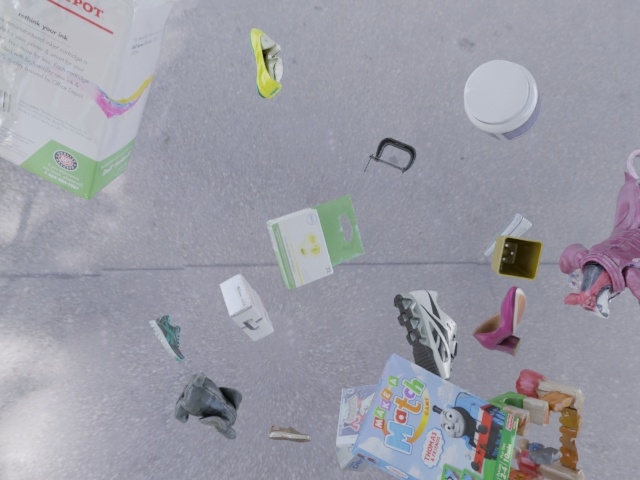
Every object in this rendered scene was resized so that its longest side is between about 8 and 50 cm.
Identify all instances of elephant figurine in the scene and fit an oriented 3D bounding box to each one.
[{"bbox_3d":[-0.326,0.530,1.642,0.239,0.186,0.169,34,81,-10],"label":"elephant figurine"}]

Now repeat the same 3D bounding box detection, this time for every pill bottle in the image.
[{"bbox_3d":[0.406,-0.309,1.158,0.153,0.264,0.153,3,96,25],"label":"pill bottle"}]

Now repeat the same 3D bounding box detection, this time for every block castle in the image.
[{"bbox_3d":[0.438,0.514,1.273,0.453,0.213,0.303,-5,94,-35],"label":"block castle"}]

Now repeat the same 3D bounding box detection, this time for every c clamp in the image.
[{"bbox_3d":[0.244,-0.280,1.785,0.160,0.022,0.137,20,98,16],"label":"c clamp"}]

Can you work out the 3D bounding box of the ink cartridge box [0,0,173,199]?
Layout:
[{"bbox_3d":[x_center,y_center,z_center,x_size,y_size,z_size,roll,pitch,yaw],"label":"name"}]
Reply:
[{"bbox_3d":[-0.328,-0.258,0.674,0.207,0.119,0.353,28,121,-5],"label":"ink cartridge box"}]

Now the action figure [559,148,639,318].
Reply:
[{"bbox_3d":[0.616,0.027,1.011,0.370,0.276,0.248,-28,39,-28],"label":"action figure"}]

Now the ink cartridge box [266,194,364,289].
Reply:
[{"bbox_3d":[0.000,0.000,1.280,0.235,0.056,0.171,-20,105,-18],"label":"ink cartridge box"}]

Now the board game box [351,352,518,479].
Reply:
[{"bbox_3d":[0.170,0.282,0.752,0.211,0.039,0.160,26,51,5],"label":"board game box"}]

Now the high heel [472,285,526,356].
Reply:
[{"bbox_3d":[0.631,0.281,1.880,0.181,0.377,0.127,20,50,32],"label":"high heel"}]

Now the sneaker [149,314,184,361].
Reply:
[{"bbox_3d":[-0.469,0.304,1.639,0.076,0.065,0.166,-33,78,-23],"label":"sneaker"}]

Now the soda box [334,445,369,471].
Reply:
[{"bbox_3d":[0.167,0.653,1.739,0.098,0.091,0.286,19,119,-29],"label":"soda box"}]

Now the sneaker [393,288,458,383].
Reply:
[{"bbox_3d":[0.323,0.285,1.402,0.146,0.122,0.331,-10,74,-20],"label":"sneaker"}]

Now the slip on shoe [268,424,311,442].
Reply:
[{"bbox_3d":[-0.094,0.599,1.614,0.135,0.051,0.041,-3,54,16],"label":"slip on shoe"}]

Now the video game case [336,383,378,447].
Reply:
[{"bbox_3d":[0.145,0.540,1.618,0.183,0.023,0.201,-13,35,19],"label":"video game case"}]

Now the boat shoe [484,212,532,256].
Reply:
[{"bbox_3d":[0.707,-0.002,1.966,0.075,0.226,0.083,34,48,6],"label":"boat shoe"}]

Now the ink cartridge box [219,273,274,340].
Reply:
[{"bbox_3d":[-0.265,0.245,1.884,0.092,0.218,0.158,-26,53,-1],"label":"ink cartridge box"}]

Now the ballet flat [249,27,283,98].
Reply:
[{"bbox_3d":[-0.141,-0.496,1.421,0.077,0.077,0.231,-22,66,34],"label":"ballet flat"}]

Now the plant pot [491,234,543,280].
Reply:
[{"bbox_3d":[0.394,0.030,1.067,0.081,0.083,0.081,9,97,-3],"label":"plant pot"}]
